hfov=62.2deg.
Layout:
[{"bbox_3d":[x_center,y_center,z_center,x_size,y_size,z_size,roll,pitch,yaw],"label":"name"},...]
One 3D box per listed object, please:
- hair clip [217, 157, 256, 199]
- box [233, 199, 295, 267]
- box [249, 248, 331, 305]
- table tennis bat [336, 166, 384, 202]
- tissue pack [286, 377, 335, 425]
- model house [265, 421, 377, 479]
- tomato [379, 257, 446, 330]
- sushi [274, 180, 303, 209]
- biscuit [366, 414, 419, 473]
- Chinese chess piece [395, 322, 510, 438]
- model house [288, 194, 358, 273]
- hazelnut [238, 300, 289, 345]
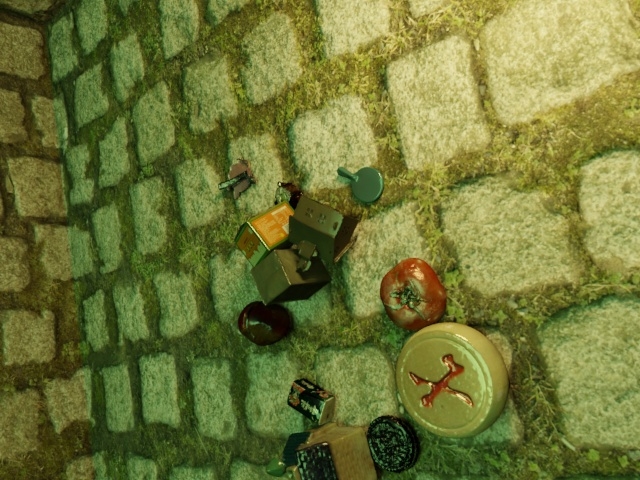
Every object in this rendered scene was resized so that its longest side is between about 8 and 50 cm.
[{"bbox_3d":[-0.354,-0.264,2.254,0.187,0.056,0.146,-29,71,26],"label":"hair clip"},{"bbox_3d":[-0.188,-0.023,1.971,0.148,0.195,0.177,52,145,6],"label":"box"},{"bbox_3d":[-0.108,0.127,1.934,0.149,0.231,0.155,-40,65,32],"label":"box"},{"bbox_3d":[0.137,-0.211,1.865,0.201,0.033,0.124,32,108,32],"label":"table tennis bat"},{"bbox_3d":[-0.034,0.594,1.965,0.170,0.090,0.103,18,99,37],"label":"tissue pack"},{"bbox_3d":[-0.016,0.771,1.813,0.298,0.284,0.243,-28,69,46],"label":"model house"},{"bbox_3d":[0.285,0.174,1.706,0.237,0.095,0.236,0,90,38],"label":"tomato"},{"bbox_3d":[-0.124,-0.167,2.041,0.098,0.084,0.094,44,123,32],"label":"sushi"},{"bbox_3d":[0.239,0.678,1.771,0.194,0.053,0.194,1,91,40],"label":"biscuit"},{"bbox_3d":[0.391,0.415,1.592,0.338,0.140,0.338,1,91,38],"label":"Chinese chess piece"},{"bbox_3d":[0.000,0.000,1.855,0.211,0.204,0.243,27,96,33],"label":"model house"},{"bbox_3d":[-0.215,0.322,2.076,0.204,0.178,0.178,-9,85,33],"label":"hazelnut"}]
